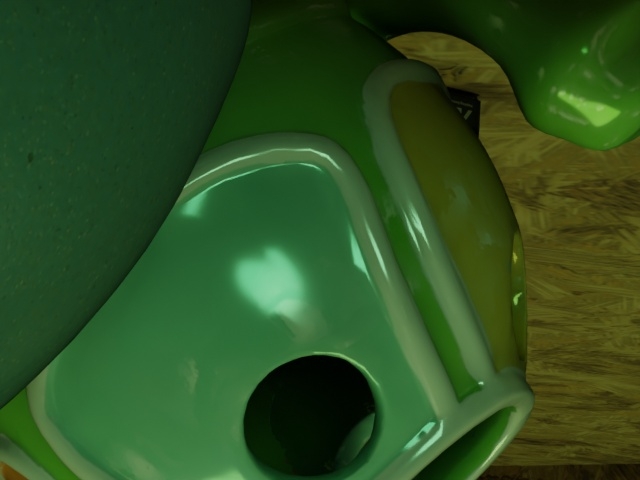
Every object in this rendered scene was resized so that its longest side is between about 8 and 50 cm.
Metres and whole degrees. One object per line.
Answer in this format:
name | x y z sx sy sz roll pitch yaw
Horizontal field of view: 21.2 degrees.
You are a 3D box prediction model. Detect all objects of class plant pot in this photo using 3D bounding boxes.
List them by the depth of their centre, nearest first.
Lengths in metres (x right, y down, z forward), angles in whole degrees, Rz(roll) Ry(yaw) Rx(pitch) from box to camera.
plant pot | -0.137 -0.080 0.553 0.195 0.290 0.290 -26 -176 -29

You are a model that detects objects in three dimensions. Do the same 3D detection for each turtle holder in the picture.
turtle holder | -0.006 0.012 0.751 0.320 0.227 0.243 -35 158 -21

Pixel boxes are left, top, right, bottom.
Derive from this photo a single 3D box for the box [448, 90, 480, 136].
box | -0.004 -0.007 0.939 0.190 0.184 0.045 10 168 -25
